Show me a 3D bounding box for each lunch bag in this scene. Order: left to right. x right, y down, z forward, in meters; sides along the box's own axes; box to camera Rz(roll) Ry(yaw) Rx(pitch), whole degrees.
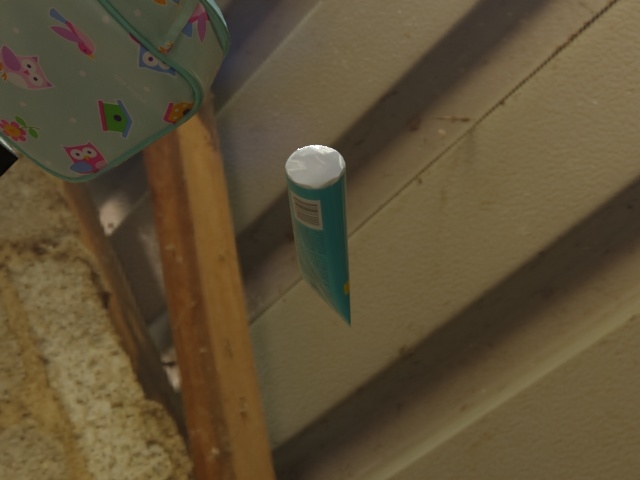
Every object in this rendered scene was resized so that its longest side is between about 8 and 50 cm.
[{"bbox_3d":[-0.229,-0.182,0.754,0.224,0.108,0.279,-24,-58,40],"label":"lunch bag"}]

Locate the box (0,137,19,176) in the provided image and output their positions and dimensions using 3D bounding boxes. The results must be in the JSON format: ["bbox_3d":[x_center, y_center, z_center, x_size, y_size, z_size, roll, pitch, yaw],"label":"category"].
[{"bbox_3d":[-0.503,-0.183,1.270,0.045,0.184,0.191,-46,-131,-5],"label":"box"}]

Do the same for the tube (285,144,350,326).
[{"bbox_3d":[0.000,0.000,0.917,0.080,0.052,0.207,50,-22,33],"label":"tube"}]
